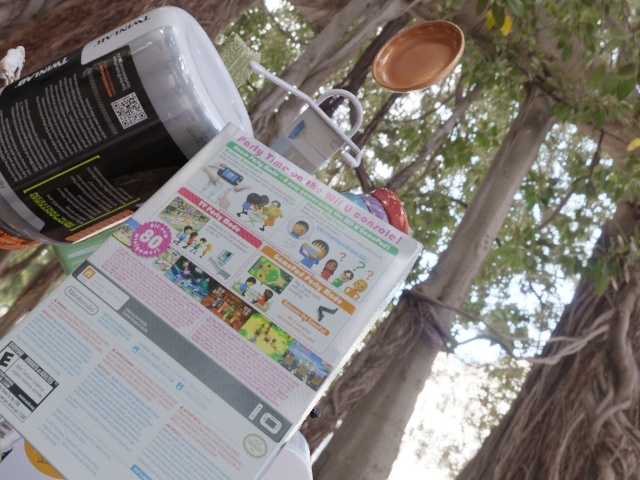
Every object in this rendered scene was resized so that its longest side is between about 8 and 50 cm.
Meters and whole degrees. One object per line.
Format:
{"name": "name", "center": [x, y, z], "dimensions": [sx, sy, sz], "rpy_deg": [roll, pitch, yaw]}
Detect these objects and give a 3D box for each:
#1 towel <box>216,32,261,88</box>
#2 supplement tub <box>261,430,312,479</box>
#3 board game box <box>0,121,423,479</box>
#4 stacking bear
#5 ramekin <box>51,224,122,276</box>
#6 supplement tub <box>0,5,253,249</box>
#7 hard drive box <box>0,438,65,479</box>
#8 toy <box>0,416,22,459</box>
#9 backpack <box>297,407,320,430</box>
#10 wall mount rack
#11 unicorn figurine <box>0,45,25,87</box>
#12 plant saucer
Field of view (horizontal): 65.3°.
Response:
{"name": "towel", "center": [-0.211, -0.383, 1.124], "dimensions": [0.027, 0.148, 0.110], "rpy_deg": [52, 12, 30]}
{"name": "supplement tub", "center": [-0.044, 0.227, 0.499], "dimensions": [0.071, 0.071, 0.107], "rpy_deg": [34, -11, 3]}
{"name": "board game box", "center": [-0.090, 0.070, 0.434], "dimensions": [0.224, 0.303, 0.097], "rpy_deg": [35, -22, 15]}
{"name": "stacking bear", "center": [0.000, 0.000, 0.912], "dimensions": [0.175, 0.289, 0.164], "rpy_deg": [-131, -142, -52]}
{"name": "ramekin", "center": [-0.416, -0.040, 0.929], "dimensions": [0.303, 0.148, 0.303], "rpy_deg": [52, -24, 36]}
{"name": "supplement tub", "center": [-0.254, -0.116, 0.582], "dimensions": [0.316, 0.194, 0.193], "rpy_deg": [-22, -49, 8]}
{"name": "hard drive box", "center": [-0.358, 0.313, 0.517], "dimensions": [0.181, 0.232, 0.089], "rpy_deg": [17, -45, -13]}
{"name": "toy", "center": [-0.394, 0.156, 0.453], "dimensions": [0.237, 0.137, 0.056], "rpy_deg": [26, -58, 12]}
{"name": "backpack", "center": [-0.180, 0.321, 1.054], "dimensions": [0.276, 0.213, 0.263], "rpy_deg": [-1, -56, 30]}
{"name": "wall mount rack", "center": [-0.087, -0.217, 1.100], "dimensions": [0.304, 0.130, 0.350], "rpy_deg": [43, -61, -14]}
{"name": "unicorn figurine", "center": [-0.735, -0.402, 1.178], "dimensions": [0.060, 0.162, 0.111], "rpy_deg": [15, -35, -37]}
{"name": "plant saucer", "center": [0.208, -0.384, 1.062], "dimensions": [0.200, 0.200, 0.037], "rpy_deg": [14, -23, 38]}
